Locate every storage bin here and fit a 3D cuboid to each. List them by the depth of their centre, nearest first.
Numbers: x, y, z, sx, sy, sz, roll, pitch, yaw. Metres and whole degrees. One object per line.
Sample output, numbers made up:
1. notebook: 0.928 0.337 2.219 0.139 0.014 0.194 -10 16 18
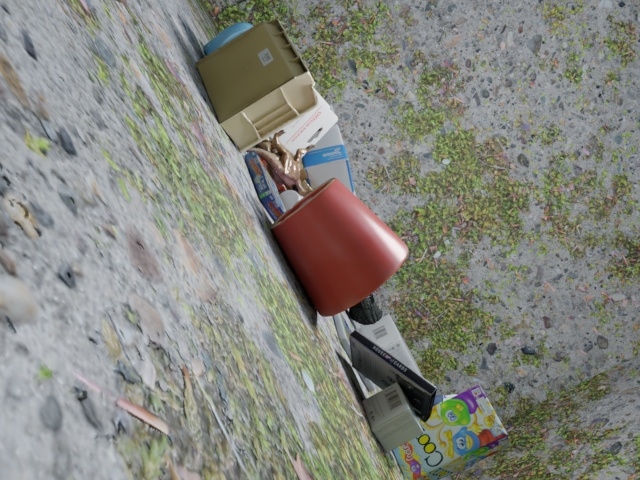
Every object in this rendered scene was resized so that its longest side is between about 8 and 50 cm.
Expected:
1. storage bin: -0.166 -0.414 1.438 0.262 0.260 0.123 65 8 33

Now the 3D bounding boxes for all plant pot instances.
1. plant pot: 0.032 0.003 1.296 0.243 0.275 0.275 53 5 -9

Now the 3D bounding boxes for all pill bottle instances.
1. pill bottle: -0.068 -0.076 1.614 0.094 0.094 0.169 64 3 32

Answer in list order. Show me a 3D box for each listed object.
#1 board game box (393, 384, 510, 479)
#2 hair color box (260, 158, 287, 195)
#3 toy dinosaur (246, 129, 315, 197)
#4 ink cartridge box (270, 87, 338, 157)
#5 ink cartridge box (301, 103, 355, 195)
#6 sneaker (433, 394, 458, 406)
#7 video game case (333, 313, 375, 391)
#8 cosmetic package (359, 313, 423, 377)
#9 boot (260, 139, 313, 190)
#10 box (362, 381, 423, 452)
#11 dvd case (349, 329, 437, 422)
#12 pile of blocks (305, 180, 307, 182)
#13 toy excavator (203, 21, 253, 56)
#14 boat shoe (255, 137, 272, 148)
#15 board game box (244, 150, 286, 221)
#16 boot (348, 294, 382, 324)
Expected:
1. board game box: 0.330 0.515 1.428 0.144 0.275 0.142 65 4 36
2. hair color box: -0.154 -0.205 1.775 0.141 0.043 0.072 63 3 -8
3. toy dinosaur: -0.103 -0.202 1.638 0.295 0.127 0.200 17 65 -58
4. ink cartridge box: -0.113 -0.423 1.718 0.119 0.207 0.353 50 9 31
5. ink cartridge box: 0.020 -0.291 2.088 0.395 0.166 0.285 -101 177 -47
6. sneaker: 0.381 0.585 2.004 0.323 0.236 0.130 65 4 31
7. video game case: 0.092 0.311 1.611 0.193 0.023 0.212 61 4 -20
8. cosmetic package: 0.319 0.519 2.309 0.365 0.155 0.197 62 4 -25
9. boot: -0.124 -0.202 1.915 0.220 0.109 0.283 44 -18 37
10. box: 0.166 0.409 1.272 0.087 0.102 0.101 58 4 -25
11. dvd case: 0.172 0.333 1.344 0.238 0.029 0.179 34 -27 27
12. pile of blocks: -0.074 -0.183 2.263 0.362 0.112 0.149 59 4 -41
13. toy excavator: -0.286 -0.615 1.873 0.445 0.222 0.433 55 -1 23
14. boat shoe: -0.201 -0.358 1.957 0.069 0.081 0.228 60 -2 40
15. board game box: -0.141 -0.133 1.467 0.136 0.035 0.201 59 4 -46
16. boot: 0.122 0.175 2.248 0.260 0.131 0.348 64 -1 -27
